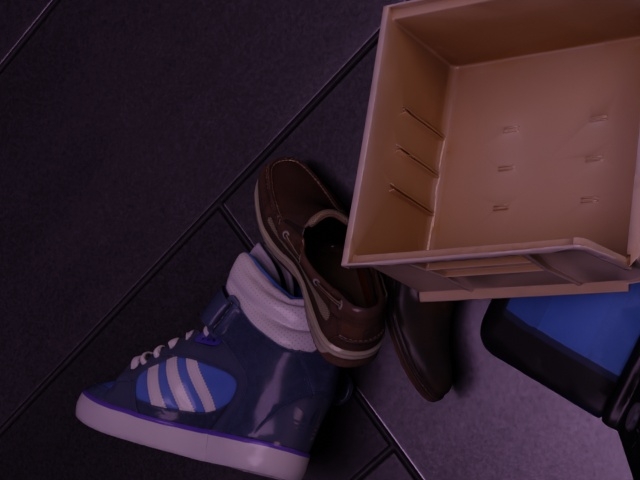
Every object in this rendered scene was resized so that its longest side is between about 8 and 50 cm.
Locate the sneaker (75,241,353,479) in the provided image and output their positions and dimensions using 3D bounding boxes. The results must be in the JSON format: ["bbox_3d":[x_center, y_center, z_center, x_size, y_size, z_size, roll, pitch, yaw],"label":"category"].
[{"bbox_3d":[-0.110,0.116,1.535,0.323,0.130,0.236,7,78,41],"label":"sneaker"}]

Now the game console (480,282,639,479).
[{"bbox_3d":[0.272,0.031,1.276,0.173,0.250,0.293,22,103,1],"label":"game console"}]

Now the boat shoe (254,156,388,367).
[{"bbox_3d":[0.007,-0.001,1.427,0.095,0.095,0.257,104,146,-47],"label":"boat shoe"}]

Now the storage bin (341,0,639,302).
[{"bbox_3d":[0.176,-0.089,1.284,0.260,0.123,0.262,-5,66,38],"label":"storage bin"}]

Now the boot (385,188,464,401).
[{"bbox_3d":[0.122,0.044,1.407,0.106,0.082,0.219,-17,81,32],"label":"boot"}]
